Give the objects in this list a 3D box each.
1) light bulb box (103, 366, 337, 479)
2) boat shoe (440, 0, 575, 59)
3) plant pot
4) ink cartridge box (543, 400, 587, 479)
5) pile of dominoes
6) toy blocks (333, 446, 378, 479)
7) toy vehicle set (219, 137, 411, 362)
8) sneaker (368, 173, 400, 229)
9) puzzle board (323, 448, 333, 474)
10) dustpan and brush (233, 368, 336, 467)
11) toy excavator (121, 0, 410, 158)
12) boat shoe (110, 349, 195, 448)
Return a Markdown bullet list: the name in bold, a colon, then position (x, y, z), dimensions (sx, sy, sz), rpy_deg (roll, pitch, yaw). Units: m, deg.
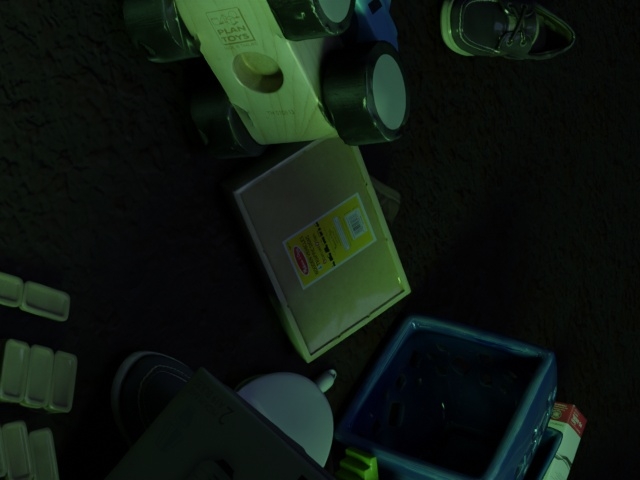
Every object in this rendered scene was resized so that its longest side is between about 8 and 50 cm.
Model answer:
- **light bulb box**: position (-0.082, 0.381, 1.193), dimensions (0.361, 0.358, 0.225), rpy_deg (-50, 135, -7)
- **boat shoe**: position (0.275, -0.312, 1.827), dimensions (0.285, 0.092, 0.103), rpy_deg (0, 96, -52)
- **plant pot**: position (0.187, 0.268, 1.708), dimensions (0.236, 0.236, 0.212), rpy_deg (-55, 141, -30)
- **ink cartridge box**: position (0.343, 0.331, 2.007), dimensions (0.063, 0.109, 0.150), rpy_deg (48, 59, -46)
- **pile of dominoes**: position (-0.334, 0.119, 1.157), dimensions (0.251, 0.040, 0.196), rpy_deg (24, 64, -47)
- **toy blocks**: position (-0.005, 0.486, 1.558), dimensions (0.261, 0.190, 0.381), rpy_deg (-20, 112, -37)
- **toy vehicle set**: position (0.000, 0.000, 1.519), dimensions (0.166, 0.035, 0.267), rpy_deg (-33, 124, -17)
- **sneaker**: position (0.042, -0.047, 1.593), dimensions (0.188, 0.066, 0.071), rpy_deg (20, 81, -51)
- **puzzle board**: position (-0.030, 0.281, 1.601), dimensions (0.128, 0.011, 0.096), rpy_deg (-27, 118, -46)
- **dustpan and brush**: position (-0.022, 0.204, 1.549), dimensions (0.147, 0.060, 0.211), rpy_deg (55, 42, -2)
- **toy excavator**: position (-0.036, -0.370, 1.364), dimensions (0.433, 0.222, 0.445), rpy_deg (60, 37, -38)
- **boat shoe**: position (-0.116, 0.232, 1.408), dimensions (0.116, 0.099, 0.319), rpy_deg (-58, 136, -28)
